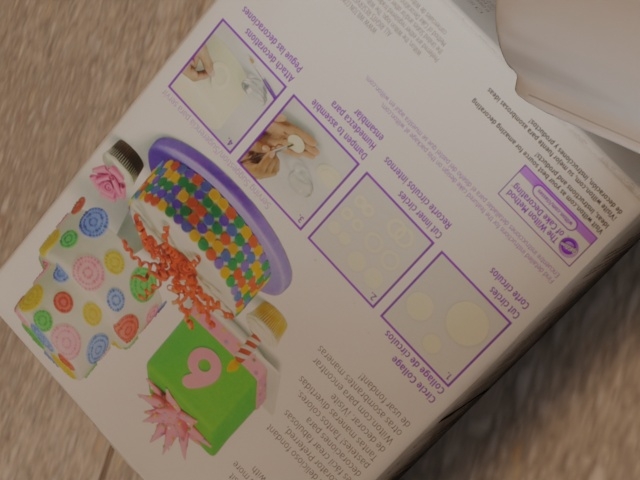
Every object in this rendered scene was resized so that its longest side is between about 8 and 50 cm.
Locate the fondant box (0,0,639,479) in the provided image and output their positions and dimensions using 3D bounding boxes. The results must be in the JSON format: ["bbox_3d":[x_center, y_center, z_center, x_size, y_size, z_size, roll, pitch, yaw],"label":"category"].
[{"bbox_3d":[0.000,0.000,1.030,0.238,0.096,0.330,47,115,10],"label":"fondant box"}]

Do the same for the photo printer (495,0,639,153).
[{"bbox_3d":[0.253,-0.061,0.710,0.307,0.256,0.107,33,121,54],"label":"photo printer"}]
